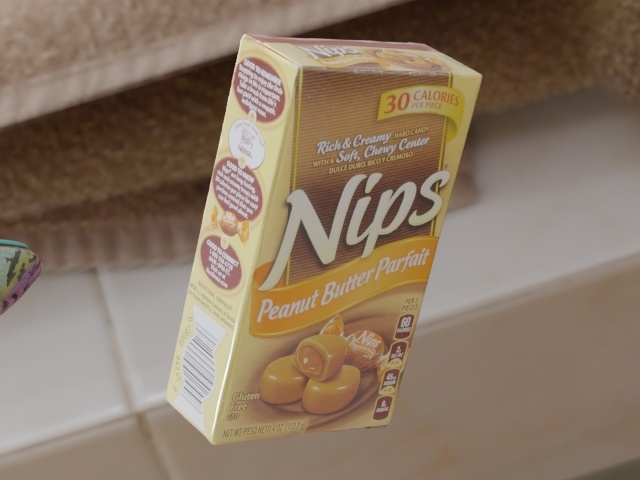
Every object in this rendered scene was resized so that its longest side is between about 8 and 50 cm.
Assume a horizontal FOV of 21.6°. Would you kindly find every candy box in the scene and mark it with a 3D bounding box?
[{"bbox_3d":[0.000,0.000,1.338,0.087,0.183,0.316,36,119,46],"label":"candy box"}]

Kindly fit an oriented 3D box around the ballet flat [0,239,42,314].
[{"bbox_3d":[-0.283,0.046,1.093,0.077,0.221,0.079,-61,41,40],"label":"ballet flat"}]
